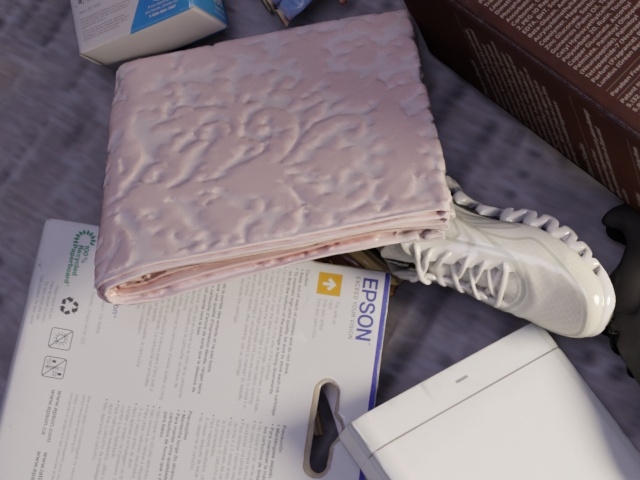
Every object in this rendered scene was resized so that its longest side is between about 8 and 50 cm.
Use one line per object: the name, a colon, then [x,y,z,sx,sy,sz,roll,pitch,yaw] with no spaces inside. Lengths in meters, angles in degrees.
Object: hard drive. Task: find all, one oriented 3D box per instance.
hard drive: [0.206,0.258,1.239,0.233,0.047,0.353,-24,70,-32]

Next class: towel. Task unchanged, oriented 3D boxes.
towel: [-0.048,-0.087,1.340,0.317,0.053,0.332,-11,40,5]

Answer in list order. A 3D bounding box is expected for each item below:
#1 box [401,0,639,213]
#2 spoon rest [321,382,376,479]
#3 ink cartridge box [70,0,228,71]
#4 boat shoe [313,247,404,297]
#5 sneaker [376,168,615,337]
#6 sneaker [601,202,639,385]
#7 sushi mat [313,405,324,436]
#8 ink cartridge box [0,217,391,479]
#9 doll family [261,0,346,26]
box: [0.242,-0.163,1.277,0.143,0.191,0.381,-46,59,-5]
spoon rest: [0.066,0.237,1.309,0.137,0.084,0.276,-25,73,4]
ink cartridge box: [-0.185,-0.288,1.469,0.139,0.082,0.191,-18,72,23]
boat shoe: [0.000,0.000,1.386,0.178,0.064,0.060,38,109,10]
sneaker: [0.129,0.012,1.314,0.292,0.110,0.118,31,42,25]
sneaker: [0.310,0.091,1.301,0.130,0.109,0.286,-3,67,16]
sushi mat: [-0.094,0.045,1.402,0.151,0.019,0.316,-8,75,-5]
ink cartridge box: [-0.119,0.159,1.294,0.330,0.071,0.324,10,65,-1]
doll family: [-0.031,-0.301,1.467,0.111,0.076,0.193,-36,76,-3]
